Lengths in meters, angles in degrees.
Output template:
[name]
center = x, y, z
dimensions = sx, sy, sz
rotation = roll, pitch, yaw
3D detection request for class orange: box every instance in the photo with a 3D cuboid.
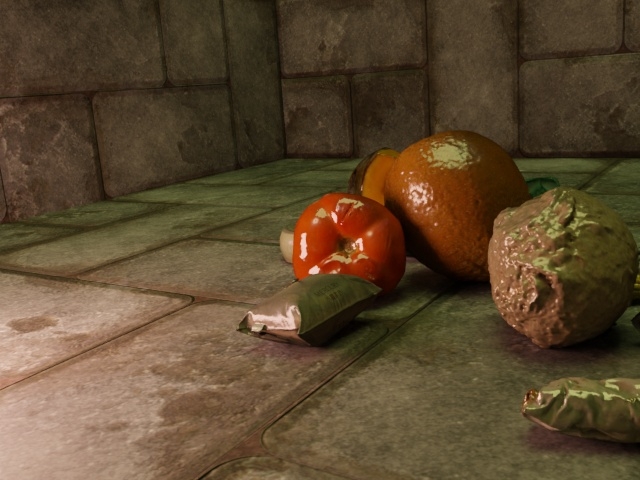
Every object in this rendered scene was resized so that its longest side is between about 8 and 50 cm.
[orange]
center = 0.317, -0.074, 1.559
dimensions = 0.322, 0.357, 0.322
rotation = -33, -2, -1

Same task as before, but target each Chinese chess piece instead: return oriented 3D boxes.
[Chinese chess piece]
center = 0.000, 0.000, 1.886
dimensions = 0.238, 0.092, 0.238
rotation = -5, 12, 1

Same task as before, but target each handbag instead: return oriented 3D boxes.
[handbag]
center = -0.023, 0.130, 1.302
dimensions = 0.183, 0.117, 0.270
rotation = -4, 11, 38

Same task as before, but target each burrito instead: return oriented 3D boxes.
[burrito]
center = 0.456, 0.215, 0.868
dimensions = 0.393, 0.076, 0.117
rotation = 0, 7, 10

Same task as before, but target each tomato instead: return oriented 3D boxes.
[tomato]
center = 0.064, 0.018, 1.500
dimensions = 0.260, 0.259, 0.180
rotation = -3, -6, 4

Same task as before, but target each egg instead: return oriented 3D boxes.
[egg]
center = 0.424, 0.042, 1.207
dimensions = 0.279, 0.279, 0.310
rotation = 1, 30, 19

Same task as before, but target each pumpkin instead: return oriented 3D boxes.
[pumpkin]
center = 0.213, -0.103, 1.856
dimensions = 0.303, 0.256, 0.225
rotation = 29, 6, 3

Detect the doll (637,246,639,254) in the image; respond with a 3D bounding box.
[doll]
center = 0.821, 0.004, 1.651
dimensions = 0.114, 0.085, 0.152
rotation = -9, 19, 33

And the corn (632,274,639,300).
[corn]
center = 0.553, 0.096, 1.358
dimensions = 0.203, 0.071, 0.072
rotation = -4, 13, -2

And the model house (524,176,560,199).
[model house]
center = 0.488, -0.055, 1.872
dimensions = 0.267, 0.193, 0.325
rotation = -7, -1, 0

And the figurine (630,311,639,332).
[figurine]
center = 0.688, 0.100, 1.141
dimensions = 0.309, 0.143, 0.308
rotation = 0, 32, 0
